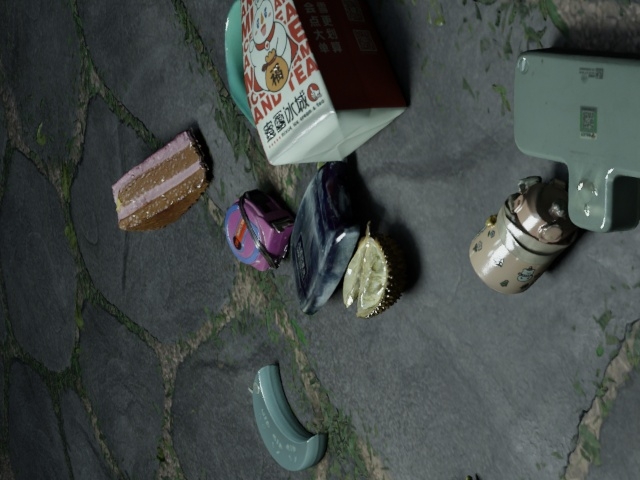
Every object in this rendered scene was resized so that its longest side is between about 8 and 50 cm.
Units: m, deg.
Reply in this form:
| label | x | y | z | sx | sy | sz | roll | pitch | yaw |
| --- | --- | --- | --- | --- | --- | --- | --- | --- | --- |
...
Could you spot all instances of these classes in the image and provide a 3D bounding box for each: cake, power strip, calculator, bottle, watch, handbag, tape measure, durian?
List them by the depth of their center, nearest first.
| label | x | y | z | sx | sy | sz | roll | pitch | yaw |
| --- | --- | --- | --- | --- | --- | --- | --- | --- | --- |
| power strip | 0.309 | -0.106 | 1.412 | 0.265 | 0.059 | 0.194 | 19 | 113 | 56 |
| bottle | 0.246 | -0.013 | 1.532 | 0.099 | 0.098 | 0.152 | 62 | 145 | 24 |
| handbag | -0.026 | -0.265 | 1.805 | 0.171 | 0.151 | 0.298 | -36 | 70 | 45 |
| durian | 0.083 | 0.040 | 1.844 | 0.110 | 0.071 | 0.140 | 14 | 105 | 50 |
| calculator | 0.000 | 0.000 | 1.970 | 0.268 | 0.040 | 0.177 | 113 | 153 | -54 |
| watch | -0.073 | -0.269 | 2.001 | 0.237 | 0.068 | 0.195 | 56 | 142 | 39 |
| tape measure | -0.097 | -0.015 | 2.129 | 0.125 | 0.074 | 0.118 | 51 | 139 | 30 |
| power strip | -0.064 | 0.305 | 2.226 | 0.216 | 0.044 | 0.137 | 49 | 141 | 39 |
| cake | -0.292 | -0.101 | 2.405 | 0.295 | 0.112 | 0.116 | -35 | 73 | 52 |

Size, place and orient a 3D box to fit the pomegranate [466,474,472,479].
| label | x | y | z | sx | sy | sz | roll | pitch | yaw |
| --- | --- | --- | --- | --- | --- | --- | --- | --- | --- |
| pomegranate | 0.179 | 0.429 | 1.764 | 0.220 | 0.156 | 0.156 | -113 | 26 | -52 |
